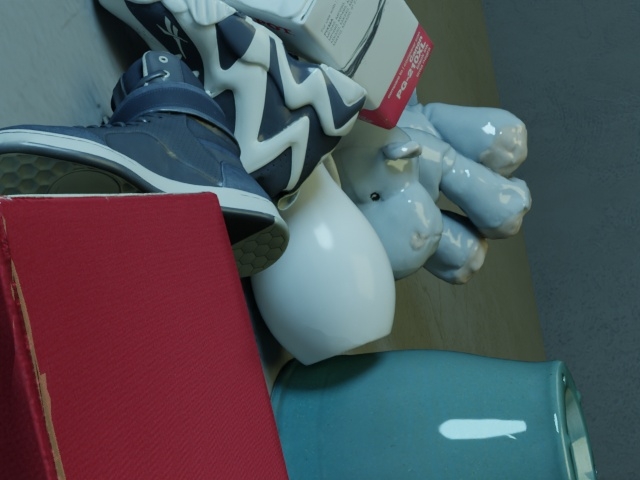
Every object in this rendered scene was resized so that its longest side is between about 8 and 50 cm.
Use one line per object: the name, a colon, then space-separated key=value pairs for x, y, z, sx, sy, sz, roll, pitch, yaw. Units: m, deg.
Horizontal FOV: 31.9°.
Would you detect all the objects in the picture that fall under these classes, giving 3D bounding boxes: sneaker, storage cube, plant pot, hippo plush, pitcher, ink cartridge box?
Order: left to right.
storage cube: x=-0.135 y=0.093 z=0.469 sx=0.215 sy=0.183 sz=0.193 roll=-12 pitch=88 yaw=-71
sneaker: x=-0.139 y=-0.063 z=0.732 sx=0.226 sy=0.086 sz=0.163 roll=16 pitch=37 yaw=-44
sneaker: x=-0.091 y=-0.103 z=0.881 sx=0.235 sy=0.094 sz=0.153 roll=26 pitch=92 yaw=-32
ink cartridge box: x=-0.022 y=-0.207 z=0.996 sx=0.100 sy=0.172 sz=0.237 roll=-64 pitch=154 yaw=-5
pitcher: x=0.000 y=0.000 z=1.032 sx=0.177 sy=0.125 sz=0.207 roll=-9 pitch=77 yaw=-64
hippo plush: x=0.103 y=-0.077 z=1.215 sx=0.236 sy=0.234 sz=0.294 roll=-29 pitch=107 yaw=-72
plant pot: x=0.119 y=0.219 z=1.036 sx=0.271 sy=0.255 sz=0.272 roll=-13 pitch=90 yaw=-73
